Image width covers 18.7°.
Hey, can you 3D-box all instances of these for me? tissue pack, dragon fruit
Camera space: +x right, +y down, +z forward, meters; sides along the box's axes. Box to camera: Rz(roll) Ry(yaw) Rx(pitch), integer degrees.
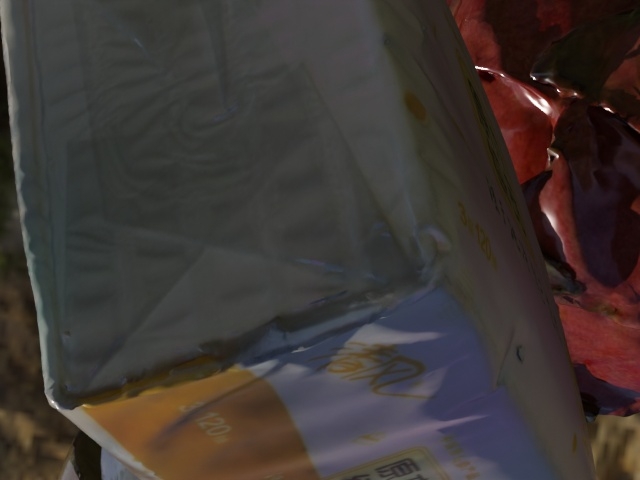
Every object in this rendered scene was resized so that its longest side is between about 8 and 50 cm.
[{"bbox_3d":[0.000,0.000,0.616,0.124,0.185,0.225,-20,149,9],"label":"tissue pack"},{"bbox_3d":[0.141,-0.041,0.832,0.298,0.244,0.244,-24,164,21],"label":"dragon fruit"}]

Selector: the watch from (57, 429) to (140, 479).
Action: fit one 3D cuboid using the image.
[{"bbox_3d":[0.021,0.192,1.243,0.335,0.327,0.314,19,-144,-32],"label":"watch"}]
